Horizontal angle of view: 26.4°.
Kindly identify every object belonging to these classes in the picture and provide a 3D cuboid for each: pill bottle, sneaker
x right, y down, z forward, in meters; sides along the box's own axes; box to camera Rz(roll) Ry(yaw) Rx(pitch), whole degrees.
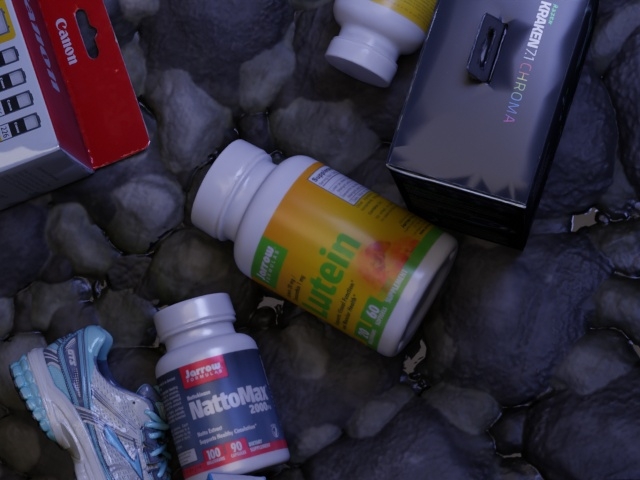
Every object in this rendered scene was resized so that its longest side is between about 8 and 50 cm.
[{"bbox_3d":[0.000,0.000,1.357,0.246,0.136,0.136,29,87,11],"label":"pill bottle"},{"bbox_3d":[-0.106,0.150,1.366,0.108,0.108,0.180,-19,80,5],"label":"pill bottle"},{"bbox_3d":[-0.193,0.208,1.374,0.122,0.110,0.283,-35,82,-7],"label":"sneaker"},{"bbox_3d":[0.075,-0.256,1.400,0.103,0.103,0.184,24,85,11],"label":"pill bottle"}]

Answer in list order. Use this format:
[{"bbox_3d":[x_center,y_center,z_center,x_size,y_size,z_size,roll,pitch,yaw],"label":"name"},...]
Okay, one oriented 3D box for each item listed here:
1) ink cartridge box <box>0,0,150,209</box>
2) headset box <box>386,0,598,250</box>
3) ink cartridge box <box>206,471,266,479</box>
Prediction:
[{"bbox_3d":[-0.361,-0.199,1.444,0.272,0.130,0.309,-21,79,4],"label":"ink cartridge box"},{"bbox_3d":[0.167,-0.140,1.279,0.131,0.283,0.246,17,85,10],"label":"headset box"},{"bbox_3d":[-0.089,0.324,1.286,0.062,0.104,0.181,8,112,-22],"label":"ink cartridge box"}]
